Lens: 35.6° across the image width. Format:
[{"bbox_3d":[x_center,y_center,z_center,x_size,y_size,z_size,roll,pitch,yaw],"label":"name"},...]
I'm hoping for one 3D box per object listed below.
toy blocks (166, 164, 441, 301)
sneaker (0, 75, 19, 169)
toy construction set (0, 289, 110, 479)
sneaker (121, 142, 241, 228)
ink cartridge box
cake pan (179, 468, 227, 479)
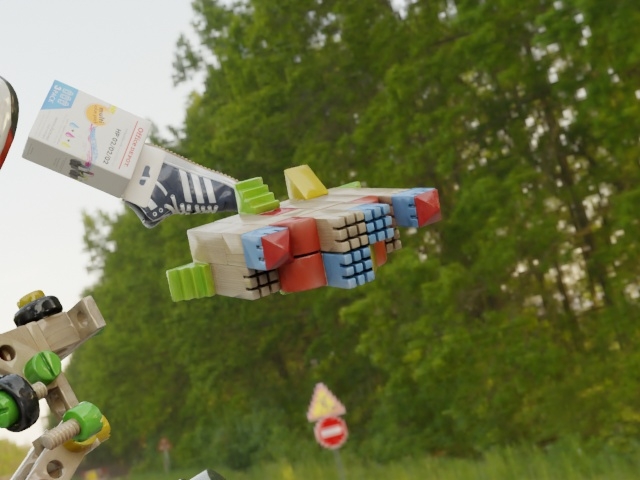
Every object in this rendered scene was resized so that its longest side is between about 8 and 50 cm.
[{"bbox_3d":[0.000,0.000,1.456,0.381,0.191,0.261,-18,14,-36],"label":"toy blocks"},{"bbox_3d":[-0.376,-0.066,0.879,0.090,0.270,0.145,28,-16,15],"label":"sneaker"},{"bbox_3d":[-0.328,0.203,1.143,0.237,0.257,0.309,-30,-31,-52],"label":"toy construction set"},{"bbox_3d":[-0.267,-0.076,2.039,0.282,0.153,0.099,24,-18,-6],"label":"sneaker"},{"bbox_3d":[-0.300,-0.130,1.360,0.181,0.104,0.061,23,-33,-15],"label":"ink cartridge box"},{"bbox_3d":[-0.136,0.519,1.779,0.054,0.293,0.293,-43,-7,-5],"label":"cake pan"}]
